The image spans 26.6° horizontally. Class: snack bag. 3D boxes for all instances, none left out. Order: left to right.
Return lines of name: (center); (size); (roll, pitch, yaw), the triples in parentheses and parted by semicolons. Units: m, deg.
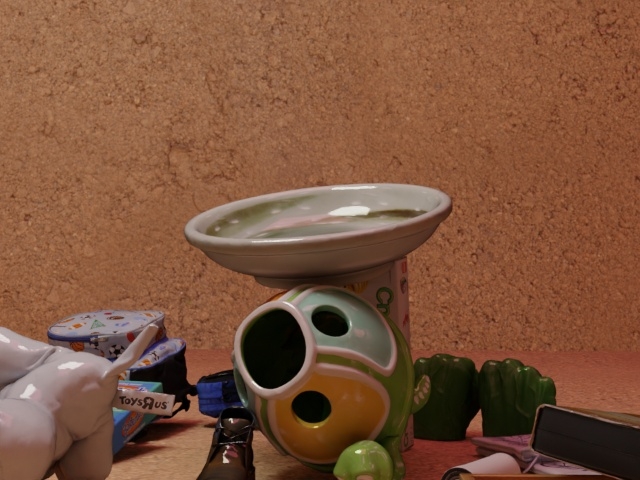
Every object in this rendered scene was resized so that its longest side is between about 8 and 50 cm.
snack bag: (0.434, 0.317, 1.988); (0.323, 0.037, 0.342); (1, 0, -18)

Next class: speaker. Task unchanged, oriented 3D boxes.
speaker: (0.206, 0.306, 1.727); (0.055, 0.055, 0.136); (1, 1, 31)

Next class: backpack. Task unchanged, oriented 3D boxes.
backpack: (-0.374, 0.228, 2.299); (0.263, 0.213, 0.276); (-10, 1, 13)
backpack: (-0.154, 0.274, 2.353); (0.120, 0.101, 0.098); (-3, -3, 19)

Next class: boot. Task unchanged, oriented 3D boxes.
boot: (-0.126, 0.275, 1.731); (0.082, 0.106, 0.219); (1, 0, 3)

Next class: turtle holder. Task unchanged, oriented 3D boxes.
turtle holder: (-0.004, 0.210, 1.851); (0.243, 0.320, 0.227); (-15, -28, 26)

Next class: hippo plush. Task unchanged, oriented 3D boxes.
hippo plush: (-0.356, 0.253, 1.665); (0.294, 0.234, 0.236); (0, 25, 22)

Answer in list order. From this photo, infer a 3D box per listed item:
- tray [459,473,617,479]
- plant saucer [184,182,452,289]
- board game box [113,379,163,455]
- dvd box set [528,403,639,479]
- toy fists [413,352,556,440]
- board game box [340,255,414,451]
tray: (0.264, 0.301, 1.330); (0.202, 0.076, 0.411); (1, 1, -2)
plant saucer: (0.000, 0.000, 2.022); (0.400, 0.101, 0.400); (-6, 12, 1)
board game box: (-0.353, 0.272, 2.053); (0.160, 0.047, 0.210); (1, 17, 20)
dvd box set: (0.475, 0.260, 1.568); (0.307, 0.062, 0.420); (11, -2, 40)
toy fists: (0.260, 0.259, 2.236); (0.279, 0.142, 0.096); (2, 1, 36)
board game box: (0.048, 0.176, 2.154); (0.192, 0.305, 0.053); (0, 7, 26)
